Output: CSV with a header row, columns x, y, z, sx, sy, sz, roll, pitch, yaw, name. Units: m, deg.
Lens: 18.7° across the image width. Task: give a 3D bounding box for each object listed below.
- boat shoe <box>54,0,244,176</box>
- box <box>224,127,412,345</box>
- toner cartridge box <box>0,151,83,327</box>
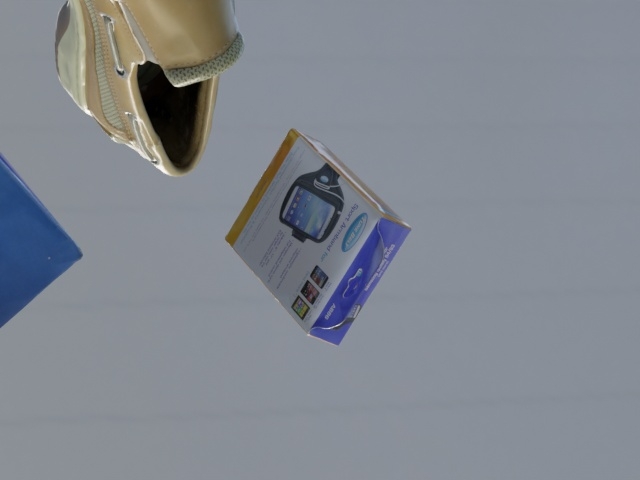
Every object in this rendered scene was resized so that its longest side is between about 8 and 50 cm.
x,y,z,sx,sy,sz,roll,pitch,yaw,name
-0.051,-0.086,0.663,0.068,0.190,0.072,-31,-111,-16,boat shoe
0.000,0.000,1.116,0.028,0.081,0.136,23,-165,-38,box
-0.211,-0.053,0.431,0.165,0.348,0.075,-42,-131,-5,toner cartridge box
